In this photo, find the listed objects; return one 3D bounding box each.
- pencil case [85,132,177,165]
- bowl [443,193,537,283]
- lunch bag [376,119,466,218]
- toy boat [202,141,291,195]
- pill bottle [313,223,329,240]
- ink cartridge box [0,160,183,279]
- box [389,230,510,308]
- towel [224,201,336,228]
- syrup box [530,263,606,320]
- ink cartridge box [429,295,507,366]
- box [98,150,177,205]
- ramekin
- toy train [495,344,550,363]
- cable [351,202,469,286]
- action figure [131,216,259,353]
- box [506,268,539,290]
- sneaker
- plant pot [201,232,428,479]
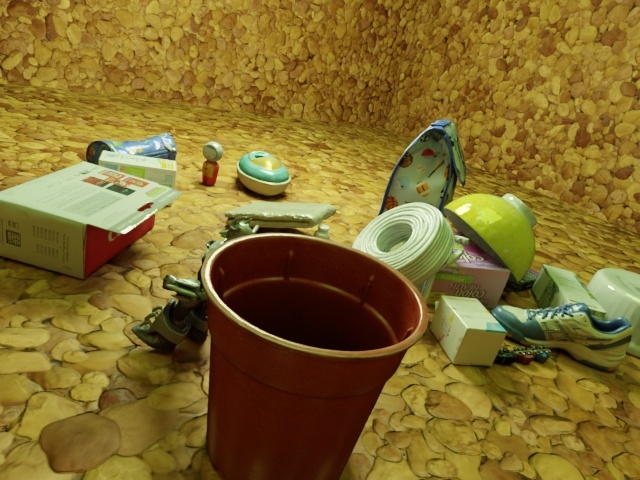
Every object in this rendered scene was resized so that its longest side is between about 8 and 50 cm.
[{"bbox_3d":[-0.606,-0.284,1.498,0.133,0.119,0.306,-1,16,27],"label":"pencil case"},{"bbox_3d":[0.497,-0.038,1.258,0.289,0.156,0.289,47,6,-7],"label":"bowl"},{"bbox_3d":[0.361,-0.207,1.524,0.239,0.385,0.328,19,23,14],"label":"lunch bag"},{"bbox_3d":[-0.259,-0.259,1.600,0.318,0.148,0.267,1,26,-27],"label":"toy boat"},{"bbox_3d":[0.000,0.000,1.228,0.043,0.083,0.043,11,23,-5],"label":"pill bottle"},{"bbox_3d":[-0.495,-0.050,1.007,0.272,0.130,0.309,16,23,1],"label":"ink cartridge box"},{"bbox_3d":[0.334,0.066,1.219,0.214,0.117,0.243,6,25,-18],"label":"box"},{"bbox_3d":[-0.114,-0.072,1.297,0.282,0.049,0.187,3,16,20],"label":"towel"},{"bbox_3d":[0.652,0.160,1.209,0.096,0.093,0.237,16,23,4],"label":"syrup box"},{"bbox_3d":[0.305,0.185,0.963,0.092,0.090,0.143,8,22,-14],"label":"ink cartridge box"},{"bbox_3d":[-0.526,-0.179,1.307,0.203,0.114,0.103,5,23,-21],"label":"box"},{"bbox_3d":[0.837,0.186,1.200,0.277,0.135,0.277,11,23,-5],"label":"ramekin"},{"bbox_3d":[0.436,0.247,0.974,0.158,0.027,0.036,3,29,-23],"label":"toy train"},{"bbox_3d":[0.196,0.015,1.115,0.089,0.257,0.257,53,-2,-30],"label":"cable"},{"bbox_3d":[-0.185,0.066,0.715,0.099,0.285,0.185,41,29,5],"label":"action figure"},{"bbox_3d":[0.602,0.107,1.388,0.162,0.029,0.116,-3,27,-36],"label":"box"},{"bbox_3d":[0.552,0.187,1.048,0.296,0.131,0.112,16,25,9],"label":"sneaker"},{"bbox_3d":[-0.033,0.166,0.593,0.272,0.265,0.272,12,23,-5],"label":"plant pot"}]
